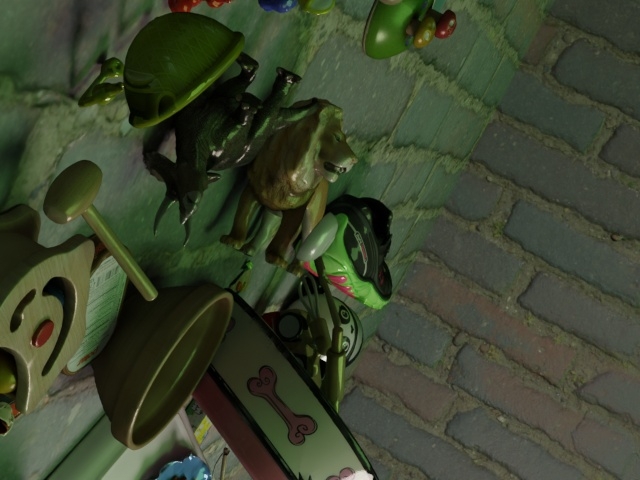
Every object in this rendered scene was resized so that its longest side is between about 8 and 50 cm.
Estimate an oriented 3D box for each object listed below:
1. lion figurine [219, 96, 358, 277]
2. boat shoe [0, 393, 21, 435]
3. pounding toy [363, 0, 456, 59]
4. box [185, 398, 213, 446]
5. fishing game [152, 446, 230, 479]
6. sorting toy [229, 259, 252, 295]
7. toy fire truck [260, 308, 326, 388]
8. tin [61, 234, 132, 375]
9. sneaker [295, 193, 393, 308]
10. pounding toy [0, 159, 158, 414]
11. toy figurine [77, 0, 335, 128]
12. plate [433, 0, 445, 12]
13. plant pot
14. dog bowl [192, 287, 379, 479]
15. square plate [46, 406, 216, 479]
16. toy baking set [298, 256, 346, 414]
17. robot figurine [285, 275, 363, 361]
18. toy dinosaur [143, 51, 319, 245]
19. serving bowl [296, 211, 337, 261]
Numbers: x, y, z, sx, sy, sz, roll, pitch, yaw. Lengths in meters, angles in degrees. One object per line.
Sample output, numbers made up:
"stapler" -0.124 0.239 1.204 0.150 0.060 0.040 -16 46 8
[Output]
"lion figurine" -0.043 -0.078 1.428 0.392 0.142 0.240 130 -17 -86
"boat shoe" -0.355 0.195 0.989 0.049 0.043 0.137 -65 167 10
"pounding toy" 0.164 -0.382 1.527 0.183 0.110 0.237 -55 166 -21
"box" -0.231 0.343 1.756 0.179 0.043 0.105 -59 167 -16
"fishing game" -0.223 0.423 1.442 0.264 0.041 0.189 -13 115 -57
"sorting toy" -0.136 0.072 1.593 0.062 0.012 0.083 -47 162 -42
"toy fire truck" -0.108 0.262 1.817 0.158 0.247 0.216 26 54 -65
"tin" -0.270 0.078 1.072 0.106 0.040 0.189 -36 153 -51
"sneaker" 0.091 0.019 1.954 0.202 0.185 0.483 -58 169 -2
"pounding toy" -0.255 0.067 0.841 0.154 0.155 0.269 -52 165 -47
"toy figurine" -0.102 -0.292 0.805 0.362 0.191 0.217 -46 132 -24
"plate" 0.218 -0.463 1.706 0.188 0.024 0.188 -60 170 -19
"plant pot" -0.222 0.145 1.212 0.237 0.110 0.237 -58 171 -15
"dog bowl" -0.086 0.280 1.460 0.150 0.408 0.408 -37 161 -12
"square plate" -0.287 0.413 1.419 0.344 0.049 0.347 -51 141 -38
"toy baking set" -0.004 0.154 1.467 0.030 0.196 0.256 -7 120 -18
"robot figurine" 0.007 0.208 2.051 0.173 0.209 0.278 -47 166 -1
"toy dinosaur" -0.111 -0.136 1.102 0.160 0.121 0.313 -54 176 31
"serving bowl" 0.000 0.000 1.338 0.083 0.027 0.083 -51 173 -9
